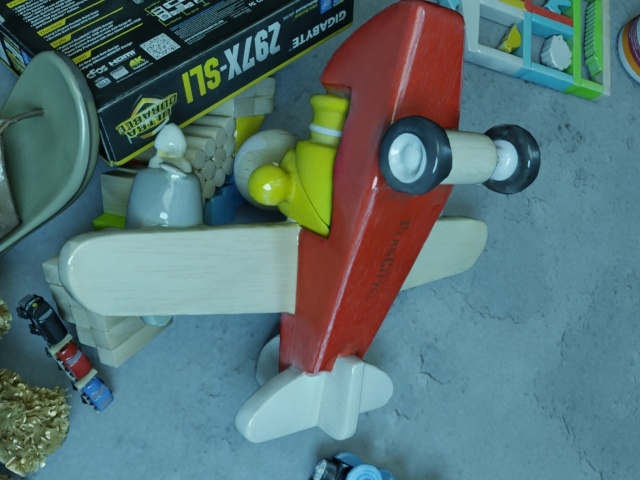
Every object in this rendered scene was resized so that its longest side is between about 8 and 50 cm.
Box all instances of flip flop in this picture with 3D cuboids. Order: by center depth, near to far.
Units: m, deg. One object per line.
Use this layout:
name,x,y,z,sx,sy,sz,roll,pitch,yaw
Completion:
flip flop,-0.297,-0.049,0.585,0.277,0.080,0.112,-38,80,17

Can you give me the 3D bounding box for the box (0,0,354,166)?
box,-0.162,-0.248,0.708,0.322,0.079,0.257,-38,62,-25

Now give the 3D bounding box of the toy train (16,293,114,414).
toy train,-0.232,0.110,0.628,0.027,0.036,0.158,-49,140,-33

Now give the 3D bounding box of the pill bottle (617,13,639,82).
pill bottle,0.560,-0.322,0.984,0.121,0.221,0.121,5,75,-20

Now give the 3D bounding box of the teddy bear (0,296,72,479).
teddy bear,-0.331,0.134,0.519,0.338,0.113,0.245,39,69,-56

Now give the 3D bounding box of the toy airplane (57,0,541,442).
toy airplane,0.000,0.000,0.661,0.384,0.386,0.272,-39,53,-7

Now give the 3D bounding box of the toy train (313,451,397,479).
toy train,0.062,0.303,0.722,0.184,0.080,0.105,30,77,-14

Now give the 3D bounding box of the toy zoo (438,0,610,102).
toy zoo,0.301,-0.329,0.991,0.293,0.030,0.192,12,73,-19

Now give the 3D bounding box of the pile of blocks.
pile of blocks,-0.167,-0.043,0.715,0.113,0.149,0.362,11,55,26
